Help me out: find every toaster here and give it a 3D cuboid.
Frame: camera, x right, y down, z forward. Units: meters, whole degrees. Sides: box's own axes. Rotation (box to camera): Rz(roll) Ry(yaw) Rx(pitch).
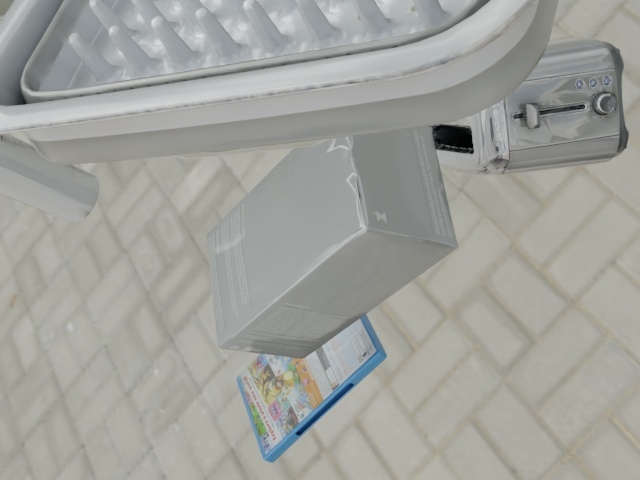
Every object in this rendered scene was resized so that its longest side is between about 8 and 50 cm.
[{"bbox_3d":[0.195,-0.135,0.995,0.227,0.146,0.129,-149,51,-71],"label":"toaster"}]

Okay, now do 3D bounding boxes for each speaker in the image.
[{"bbox_3d":[-0.276,-0.063,0.924,0.055,0.136,0.055,-18,61,34],"label":"speaker"}]

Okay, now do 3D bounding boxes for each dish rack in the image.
[{"bbox_3d":[0.001,-0.163,0.474,0.286,0.072,0.333,-2,51,29],"label":"dish rack"}]

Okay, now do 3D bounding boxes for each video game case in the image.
[{"bbox_3d":[-0.014,0.130,0.996,0.166,0.015,0.119,-45,40,16],"label":"video game case"}]

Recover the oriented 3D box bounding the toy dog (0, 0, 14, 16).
[{"bbox_3d":[-0.250,-0.244,0.779,0.220,0.334,0.161,-37,81,5],"label":"toy dog"}]

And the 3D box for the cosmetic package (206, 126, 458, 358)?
[{"bbox_3d":[0.000,0.000,0.849,0.238,0.107,0.127,-36,52,43],"label":"cosmetic package"}]
